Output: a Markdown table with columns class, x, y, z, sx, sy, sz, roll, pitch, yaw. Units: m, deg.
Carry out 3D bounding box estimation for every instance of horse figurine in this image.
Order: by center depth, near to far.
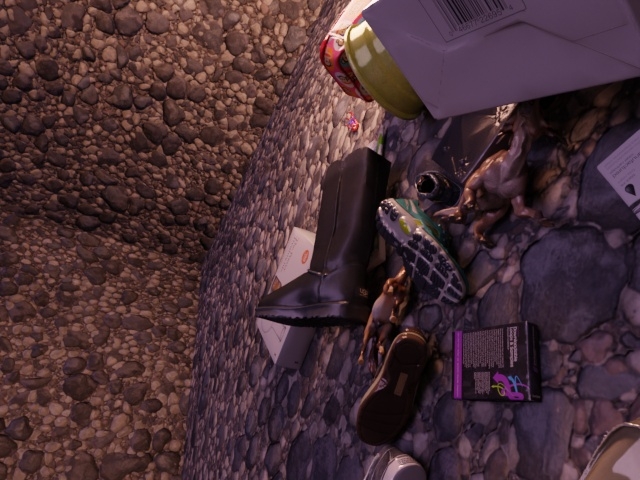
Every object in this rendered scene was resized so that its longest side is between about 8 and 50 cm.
| class | x | y | z | sx | sy | sz | roll | pitch | yaw |
| --- | --- | --- | --- | --- | --- | --- | --- | --- | --- |
| horse figurine | 0.140 | 0.163 | 0.978 | 0.174 | 0.066 | 0.263 | -50 | -22 | -67 |

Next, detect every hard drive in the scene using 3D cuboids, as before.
| class | x | y | z | sx | sy | sz | roll | pitch | yaw |
| --- | --- | --- | --- | --- | --- | --- | --- | --- | --- |
| hard drive | 0.329 | -0.239 | 0.890 | 0.255 | 0.054 | 0.172 | -61 | 22 | 20 |

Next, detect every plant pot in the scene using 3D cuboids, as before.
| class | x | y | z | sx | sy | sz | roll | pitch | yaw |
| --- | --- | --- | --- | --- | --- | --- | --- | --- | --- |
| plant pot | 0.240 | -0.465 | 1.056 | 0.254 | 0.276 | 0.276 | -31 | 45 | 41 |

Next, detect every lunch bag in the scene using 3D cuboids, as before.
| class | x | y | z | sx | sy | sz | roll | pitch | yaw |
| --- | --- | --- | --- | --- | --- | --- | --- | --- | --- |
| lunch bag | 0.156 | -0.553 | 1.299 | 0.120 | 0.258 | 0.293 | 36 | 91 | 40 |

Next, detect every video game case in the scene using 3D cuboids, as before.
| class | x | y | z | sx | sy | sz | roll | pitch | yaw |
| --- | --- | --- | --- | --- | --- | --- | --- | --- | --- |
| video game case | 0.119 | 0.002 | 1.245 | 0.173 | 0.022 | 0.190 | -41 | 37 | 50 |

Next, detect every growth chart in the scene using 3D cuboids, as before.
| class | x | y | z | sx | sy | sz | roll | pitch | yaw |
| --- | --- | --- | --- | --- | --- | --- | --- | --- | --- |
| growth chart | 0.127 | -0.224 | 1.399 | 0.237 | 0.021 | 0.172 | -35 | 44 | 56 |

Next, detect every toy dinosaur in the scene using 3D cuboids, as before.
| class | x | y | z | sx | sy | sz | roll | pitch | yaw |
| --- | --- | --- | --- | --- | --- | --- | --- | --- | --- |
| toy dinosaur | 0.310 | -0.111 | 0.784 | 0.296 | 0.127 | 0.200 | 125 | 167 | -72 |

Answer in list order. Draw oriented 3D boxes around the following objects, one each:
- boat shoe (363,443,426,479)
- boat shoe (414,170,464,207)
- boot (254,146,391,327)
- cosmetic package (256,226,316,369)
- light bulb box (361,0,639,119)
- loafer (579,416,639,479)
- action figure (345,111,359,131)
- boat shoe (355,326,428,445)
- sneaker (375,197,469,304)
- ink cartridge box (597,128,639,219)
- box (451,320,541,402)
| class | x | y | z | sx | sy | sz | roll | pitch | yaw |
| --- | --- | --- | --- | --- | --- | --- | --- | --- | --- |
| boat shoe | 0.091 | 0.520 | 0.817 | 0.102 | 0.108 | 0.301 | 7 | 78 | 67 |
| boat shoe | 0.235 | -0.124 | 0.993 | 0.065 | 0.083 | 0.183 | -67 | 23 | 12 |
| boot | 0.002 | 0.000 | 1.222 | 0.367 | 0.146 | 0.445 | -9 | 66 | 40 |
| cosmetic package | -0.076 | 0.174 | 1.474 | 0.377 | 0.097 | 0.284 | -68 | 26 | 8 |
| light bulb box | 0.317 | -0.388 | 0.627 | 0.361 | 0.225 | 0.358 | -50 | 24 | -14 |
| loafer | 0.308 | 0.314 | 0.489 | 0.269 | 0.092 | 0.102 | -70 | 23 | 4 |
| action figure | 0.108 | -0.403 | 1.566 | 0.038 | 0.030 | 0.115 | -53 | 31 | 27 |
| boat shoe | 0.149 | 0.288 | 0.910 | 0.257 | 0.095 | 0.095 | -67 | -9 | 18 |
| sneaker | 0.217 | 0.004 | 0.916 | 0.107 | 0.110 | 0.275 | 106 | 147 | -43 |
| ink cartridge box | 0.431 | -0.062 | 0.505 | 0.140 | 0.082 | 0.191 | -54 | 27 | 37 |
| box | 0.276 | 0.198 | 0.735 | 0.162 | 0.029 | 0.116 | -32 | 46 | 59 |
